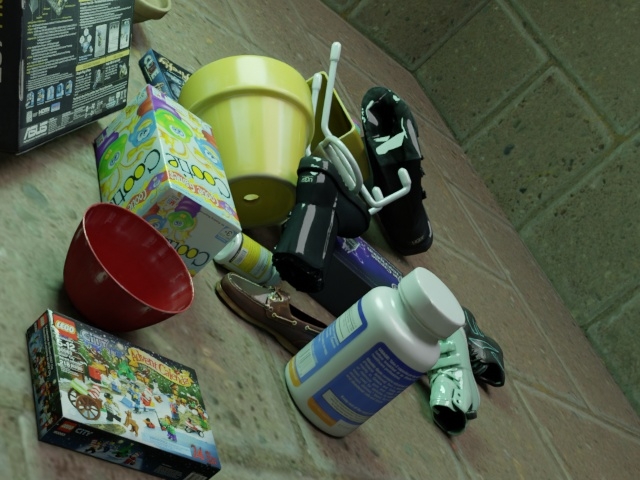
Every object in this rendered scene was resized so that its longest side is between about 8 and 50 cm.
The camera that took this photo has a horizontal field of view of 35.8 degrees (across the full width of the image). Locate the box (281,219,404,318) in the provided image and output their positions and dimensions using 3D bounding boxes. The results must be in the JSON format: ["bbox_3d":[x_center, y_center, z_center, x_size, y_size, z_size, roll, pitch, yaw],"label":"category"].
[{"bbox_3d":[0.049,0.062,1.927,0.261,0.103,0.184,40,23,-21],"label":"box"}]

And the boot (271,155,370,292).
[{"bbox_3d":[0.000,0.000,1.718,0.246,0.094,0.207,53,47,-56],"label":"boot"}]

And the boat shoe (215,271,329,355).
[{"bbox_3d":[-0.074,0.109,1.612,0.207,0.073,0.073,37,23,-26],"label":"boat shoe"}]

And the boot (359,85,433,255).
[{"bbox_3d":[0.141,-0.205,2.315,0.367,0.146,0.445,59,-2,28],"label":"boot"}]

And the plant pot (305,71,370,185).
[{"bbox_3d":[-0.007,-0.199,2.173,0.187,0.212,0.212,48,13,-48],"label":"plant pot"}]

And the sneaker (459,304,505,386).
[{"bbox_3d":[0.327,0.231,2.198,0.267,0.101,0.106,37,24,-29],"label":"sneaker"}]

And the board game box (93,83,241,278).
[{"bbox_3d":[-0.240,-0.087,1.522,0.144,0.142,0.275,33,24,-37],"label":"board game box"}]

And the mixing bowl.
[{"bbox_3d":[-0.262,0.050,1.276,0.181,0.098,0.181,42,20,-19],"label":"mixing bowl"}]

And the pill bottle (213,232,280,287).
[{"bbox_3d":[-0.119,0.034,1.668,0.116,0.065,0.065,36,23,-34],"label":"pill bottle"}]

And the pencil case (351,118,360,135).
[{"bbox_3d":[0.007,-0.296,2.540,0.236,0.104,0.104,16,37,-54],"label":"pencil case"}]

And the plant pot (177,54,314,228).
[{"bbox_3d":[-0.130,-0.162,1.794,0.254,0.254,0.239,30,42,-42],"label":"plant pot"}]

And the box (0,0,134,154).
[{"bbox_3d":[-0.379,-0.319,1.438,0.097,0.318,0.395,12,19,8],"label":"box"}]

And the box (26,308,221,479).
[{"bbox_3d":[-0.229,0.188,1.163,0.233,0.044,0.159,31,26,-41],"label":"box"}]

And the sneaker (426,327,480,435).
[{"bbox_3d":[0.237,0.246,1.902,0.256,0.094,0.151,66,22,-9],"label":"sneaker"}]

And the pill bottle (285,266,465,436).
[{"bbox_3d":[0.088,0.168,1.535,0.152,0.272,0.152,42,20,-19],"label":"pill bottle"}]

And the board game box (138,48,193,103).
[{"bbox_3d":[-0.249,-0.276,2.023,0.243,0.042,0.165,26,29,-47],"label":"board game box"}]

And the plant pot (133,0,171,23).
[{"bbox_3d":[-0.426,-0.517,2.007,0.237,0.110,0.237,42,21,-20],"label":"plant pot"}]

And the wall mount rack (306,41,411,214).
[{"bbox_3d":[0.038,-0.190,1.886,0.304,0.130,0.350,60,-13,1],"label":"wall mount rack"}]
